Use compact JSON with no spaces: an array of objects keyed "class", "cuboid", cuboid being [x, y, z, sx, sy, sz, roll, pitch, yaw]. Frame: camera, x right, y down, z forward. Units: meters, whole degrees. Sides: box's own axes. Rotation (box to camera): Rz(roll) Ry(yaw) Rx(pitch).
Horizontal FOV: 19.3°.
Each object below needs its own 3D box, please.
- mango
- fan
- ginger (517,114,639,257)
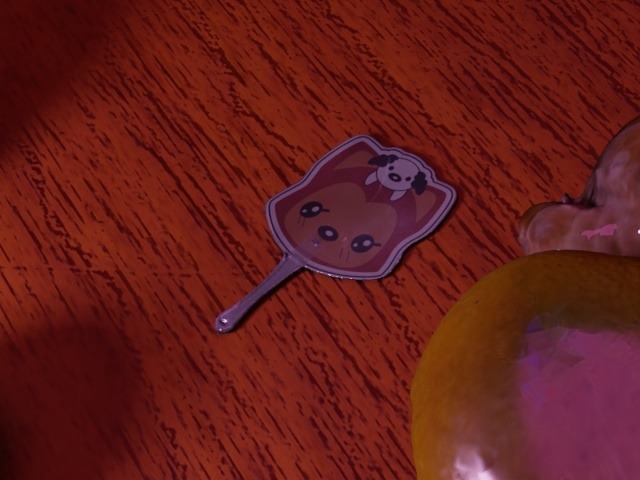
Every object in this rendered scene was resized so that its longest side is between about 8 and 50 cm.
[{"class":"mango","cuboid":[0.206,0.157,1.129,0.253,0.182,0.365,-36,56,-5]},{"class":"fan","cuboid":[0.000,0.000,1.441,0.220,0.009,0.132,-40,51,-21]},{"class":"ginger","cuboid":[0.321,-0.019,1.281,0.375,0.176,0.256,-6,31,11]}]
